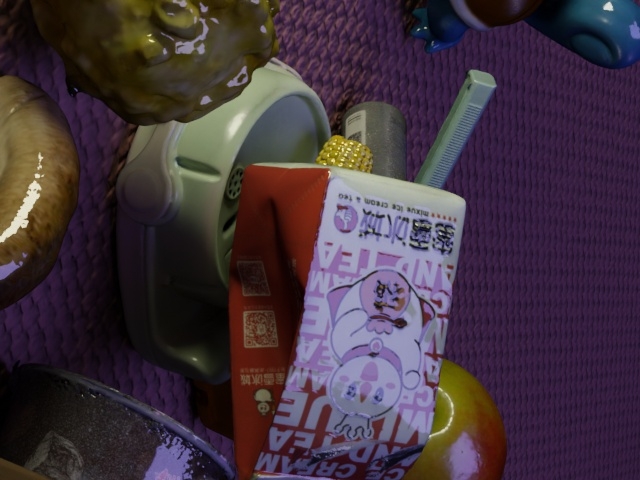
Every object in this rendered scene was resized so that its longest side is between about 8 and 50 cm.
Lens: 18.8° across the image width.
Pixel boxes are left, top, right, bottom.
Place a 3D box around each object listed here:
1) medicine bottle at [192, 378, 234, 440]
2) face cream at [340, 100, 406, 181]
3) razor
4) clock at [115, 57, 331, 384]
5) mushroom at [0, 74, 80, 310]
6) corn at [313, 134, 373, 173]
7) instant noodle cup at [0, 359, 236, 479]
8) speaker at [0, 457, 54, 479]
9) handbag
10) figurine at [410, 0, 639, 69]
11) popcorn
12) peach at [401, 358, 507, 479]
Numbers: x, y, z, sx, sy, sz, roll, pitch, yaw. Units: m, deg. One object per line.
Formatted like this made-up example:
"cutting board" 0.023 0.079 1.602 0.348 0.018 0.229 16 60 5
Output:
"medicine bottle" -0.018 0.116 2.034 0.222 0.149 0.112 -48 147 -40
"face cream" 0.055 -0.025 2.036 0.073 0.073 0.283 76 12 -48
"razor" 0.116 -0.067 2.114 0.278 0.056 0.111 -56 -155 28
"clock" -0.086 -0.048 1.843 0.265 0.109 0.324 -46 144 -41
"mushroom" -0.263 -0.018 1.467 0.285 0.151 0.156 -47 146 -41
"corn" 0.000 0.000 1.843 0.067 0.067 0.206 38 69 -63
"instant noodle cup" -0.212 0.242 1.659 0.207 0.217 0.217 -64 153 -18
"speaker" -0.309 0.248 1.456 0.192 0.231 0.153 -51 147 -36
"handbag" 0.006 0.085 1.728 0.171 0.151 0.298 11 89 -34
"figurine" 0.184 -0.333 2.117 0.298 0.243 0.416 -53 129 -16
"popcorn" -0.146 -0.200 1.540 0.192 0.233 0.266 -43 -177 -6
"peach" 0.106 0.245 2.279 0.231 0.231 0.231 -42 141 -46
